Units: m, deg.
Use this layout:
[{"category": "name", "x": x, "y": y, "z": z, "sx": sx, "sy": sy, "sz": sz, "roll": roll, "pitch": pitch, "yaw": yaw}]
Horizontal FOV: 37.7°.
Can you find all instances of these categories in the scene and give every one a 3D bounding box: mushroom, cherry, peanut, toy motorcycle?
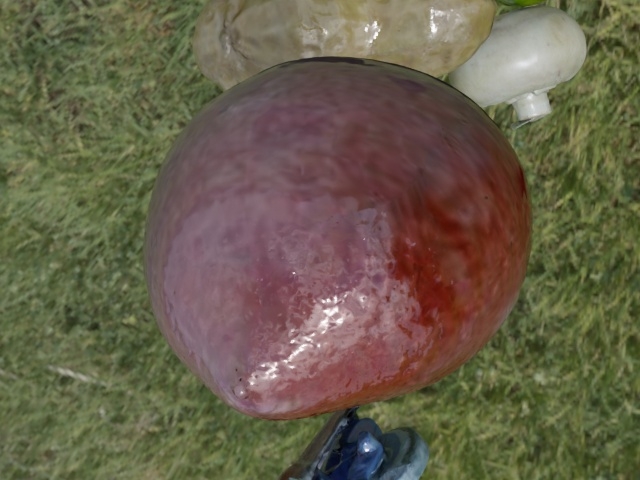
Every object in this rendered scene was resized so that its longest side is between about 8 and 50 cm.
[{"category": "mushroom", "x": 0.348, "y": -0.302, "z": 1.653, "sx": 0.246, "sy": 0.246, "sz": 0.202, "roll": -12, "pitch": 104, "yaw": 31}, {"category": "cherry", "x": 0.004, "y": -0.009, "z": 0.551, "sx": 0.239, "sy": 0.239, "sz": 0.206, "roll": 13, "pitch": 95, "yaw": 13}, {"category": "peanut", "x": 0.026, "y": -0.268, "z": 1.170, "sx": 0.387, "sy": 0.192, "sz": 0.170, "roll": -6, "pitch": 84, "yaw": 11}, {"category": "toy motorcycle", "x": 0.013, "y": 0.367, "z": 1.195, "sx": 0.182, "sy": 0.319, "sz": 0.241, "roll": 37, "pitch": 157, "yaw": 7}]

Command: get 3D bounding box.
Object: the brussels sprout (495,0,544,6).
[{"category": "brussels sprout", "x": 0.343, "y": -0.460, "z": 1.571, "sx": 0.151, "sy": 0.149, "sz": 0.122, "roll": 40, "pitch": -174, "yaw": 36}]
